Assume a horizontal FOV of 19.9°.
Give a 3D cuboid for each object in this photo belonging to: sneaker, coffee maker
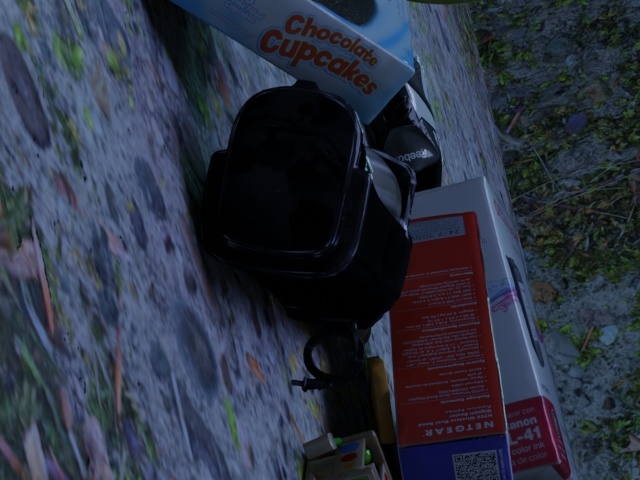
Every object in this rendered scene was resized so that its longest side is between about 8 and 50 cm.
[{"bbox_3d":[0.091,-0.126,2.002,0.106,0.078,0.234,-97,169,-51],"label":"sneaker"},{"bbox_3d":[0.000,0.000,1.189,0.178,0.120,0.171,35,41,-74],"label":"coffee maker"}]

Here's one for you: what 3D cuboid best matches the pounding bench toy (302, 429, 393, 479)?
[{"bbox_3d":[0.014,0.153,1.220,0.065,0.052,0.083,-81,153,-68],"label":"pounding bench toy"}]

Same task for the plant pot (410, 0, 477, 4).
[{"bbox_3d":[0.113,-0.431,1.948,0.353,0.366,0.366,-115,-171,-84],"label":"plant pot"}]

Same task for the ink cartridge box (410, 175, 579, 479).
[{"bbox_3d":[0.163,0.113,1.882,0.226,0.131,0.306,43,34,-71],"label":"ink cartridge box"}]

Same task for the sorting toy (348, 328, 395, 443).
[{"bbox_3d":[0.009,-0.016,1.382,0.196,0.047,0.347,92,-11,-78],"label":"sorting toy"}]

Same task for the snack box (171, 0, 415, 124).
[{"bbox_3d":[-0.030,-0.229,1.288,0.187,0.060,0.322,30,30,-21],"label":"snack box"}]

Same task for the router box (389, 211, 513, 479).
[{"bbox_3d":[0.118,0.198,1.498,0.301,0.082,0.335,-91,171,-57],"label":"router box"}]
